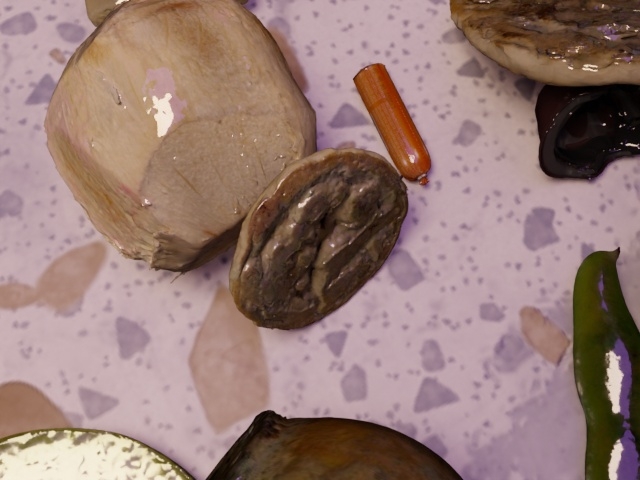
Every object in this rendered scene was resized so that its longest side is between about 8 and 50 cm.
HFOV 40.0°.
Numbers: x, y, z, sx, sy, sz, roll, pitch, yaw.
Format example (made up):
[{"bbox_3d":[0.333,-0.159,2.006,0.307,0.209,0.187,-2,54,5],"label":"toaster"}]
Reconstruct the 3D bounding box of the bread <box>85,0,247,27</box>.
[{"bbox_3d":[-0.141,-0.265,0.739,0.139,0.060,0.178,-10,74,-5],"label":"bread"}]

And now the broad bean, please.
[{"bbox_3d":[0.215,0.149,0.635,0.060,0.043,0.297,1,73,8],"label":"broad bean"}]

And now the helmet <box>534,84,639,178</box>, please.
[{"bbox_3d":[0.215,-0.106,0.693,0.123,0.098,0.070,-17,47,-4],"label":"helmet"}]

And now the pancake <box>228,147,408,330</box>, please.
[{"bbox_3d":[0.000,0.000,0.619,0.158,0.158,0.028,-39,53,-13],"label":"pancake"}]

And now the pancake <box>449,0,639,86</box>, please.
[{"bbox_3d":[0.235,-0.191,0.681,0.282,0.049,0.282,-4,40,4],"label":"pancake"}]

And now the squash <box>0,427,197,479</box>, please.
[{"bbox_3d":[-0.174,0.251,0.582,0.252,0.049,0.252,1,72,-3],"label":"squash"}]

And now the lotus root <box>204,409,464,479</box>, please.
[{"bbox_3d":[0.061,0.251,0.497,0.346,0.250,0.250,40,75,7],"label":"lotus root"}]

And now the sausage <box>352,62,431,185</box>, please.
[{"bbox_3d":[0.061,-0.091,0.709,0.031,0.031,0.107,-23,76,-9],"label":"sausage"}]

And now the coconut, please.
[{"bbox_3d":[-0.100,-0.088,0.626,0.194,0.194,0.194,1,73,-2],"label":"coconut"}]
